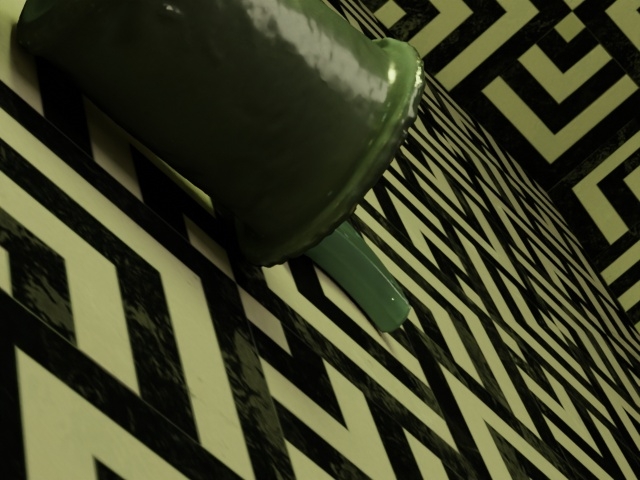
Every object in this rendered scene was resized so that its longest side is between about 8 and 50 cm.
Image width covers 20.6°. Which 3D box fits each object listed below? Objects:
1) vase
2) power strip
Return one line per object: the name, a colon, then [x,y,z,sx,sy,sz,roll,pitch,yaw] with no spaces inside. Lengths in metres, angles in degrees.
vase: [-0.093,-0.150,1.474,0.291,0.245,0.245,36,16,-25]
power strip: [0.000,0.000,1.734,0.216,0.044,0.137,40,14,-39]
